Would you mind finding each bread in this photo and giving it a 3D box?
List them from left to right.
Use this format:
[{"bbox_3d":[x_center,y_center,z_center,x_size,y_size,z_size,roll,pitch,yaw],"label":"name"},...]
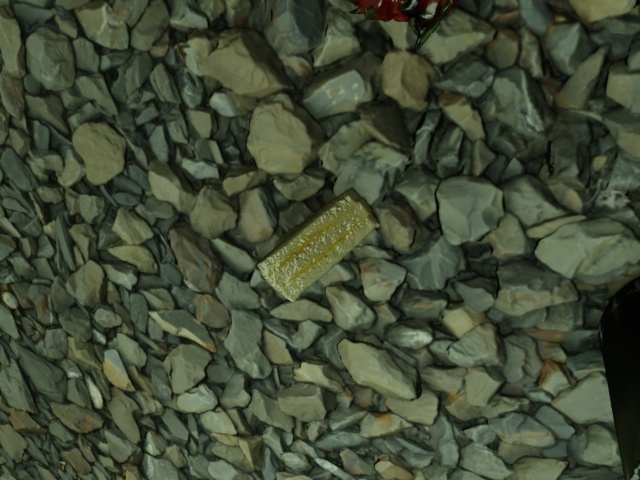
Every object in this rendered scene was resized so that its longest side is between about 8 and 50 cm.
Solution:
[{"bbox_3d":[-0.001,0.005,0.788,0.152,0.105,0.077,-35,101,31],"label":"bread"}]

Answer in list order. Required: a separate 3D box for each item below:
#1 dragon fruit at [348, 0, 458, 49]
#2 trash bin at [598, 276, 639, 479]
[{"bbox_3d":[0.076,-0.321,0.585,0.189,0.182,0.182,26,119,9],"label":"dragon fruit"},{"bbox_3d":[0.413,0.178,0.573,0.203,0.301,0.252,16,116,16],"label":"trash bin"}]
